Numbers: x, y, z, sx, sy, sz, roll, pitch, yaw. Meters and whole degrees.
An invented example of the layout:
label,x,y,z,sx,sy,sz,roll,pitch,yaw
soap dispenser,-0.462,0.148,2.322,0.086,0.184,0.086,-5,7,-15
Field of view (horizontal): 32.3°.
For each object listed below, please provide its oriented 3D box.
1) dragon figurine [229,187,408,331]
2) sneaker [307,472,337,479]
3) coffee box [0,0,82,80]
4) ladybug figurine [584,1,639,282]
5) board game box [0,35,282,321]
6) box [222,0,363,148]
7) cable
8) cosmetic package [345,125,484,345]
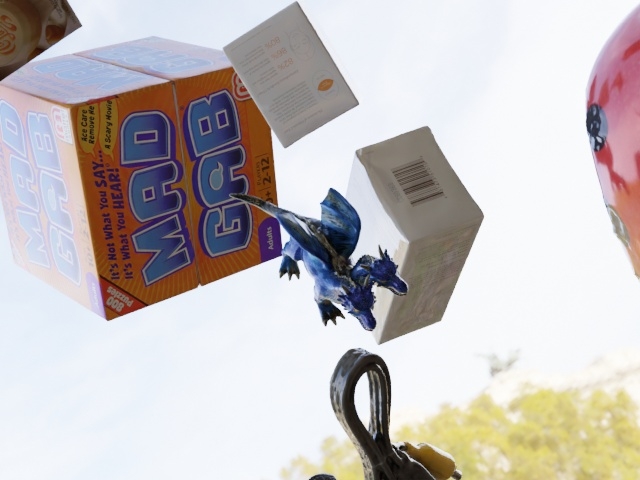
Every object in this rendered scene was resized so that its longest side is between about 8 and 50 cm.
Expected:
label,x,y,z,sx,sy,sz,roll,pitch,yaw
dragon figurine,0.000,0.000,1.254,0.085,0.289,0.144,-25,-31,-19
sneaker,0.002,0.352,1.244,0.051,0.170,0.089,-5,-56,5
coffee box,-0.511,-0.325,1.685,0.246,0.098,0.141,-38,-48,-11
ladybug figurine,0.372,-0.054,1.053,0.162,0.305,0.449,-11,-55,31
board game box,-0.322,-0.127,1.898,0.356,0.356,0.356,-21,-63,-34
box,-0.037,-0.240,1.590,0.130,0.170,0.091,-30,9,12
cable,0.054,0.221,1.116,0.139,0.072,0.287,-46,-51,-14
cosmetic package,0.147,0.002,2.019,0.156,0.217,0.385,-20,-26,-16
